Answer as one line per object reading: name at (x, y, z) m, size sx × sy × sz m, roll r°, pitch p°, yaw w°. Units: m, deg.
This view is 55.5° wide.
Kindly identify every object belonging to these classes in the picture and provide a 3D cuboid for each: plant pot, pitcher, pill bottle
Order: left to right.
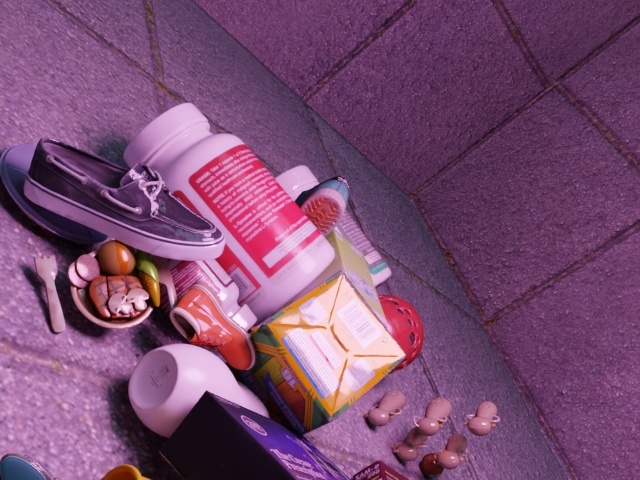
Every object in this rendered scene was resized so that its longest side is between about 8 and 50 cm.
pitcher at (-0.186, 0.210, 0.878) m, size 0.178 × 0.125 × 0.207 m, roll 39°, pitch -3°, yaw 38°
pill bottle at (-0.215, 0.080, 1.018) m, size 0.221 × 0.121 × 0.121 m, roll 51°, pitch 18°, yaw -3°
pill bottle at (-0.180, -0.053, 1.175) m, size 0.407 × 0.229 × 0.229 m, roll 50°, pitch 18°, yaw -1°
pill bottle at (0.000, 0.000, 1.551) m, size 0.361 × 0.204 × 0.204 m, roll 55°, pitch 18°, yaw 9°
plant pot at (0.134, 0.231, 1.458) m, size 0.191 × 0.191 × 0.174 m, roll 57°, pitch 21°, yaw 15°

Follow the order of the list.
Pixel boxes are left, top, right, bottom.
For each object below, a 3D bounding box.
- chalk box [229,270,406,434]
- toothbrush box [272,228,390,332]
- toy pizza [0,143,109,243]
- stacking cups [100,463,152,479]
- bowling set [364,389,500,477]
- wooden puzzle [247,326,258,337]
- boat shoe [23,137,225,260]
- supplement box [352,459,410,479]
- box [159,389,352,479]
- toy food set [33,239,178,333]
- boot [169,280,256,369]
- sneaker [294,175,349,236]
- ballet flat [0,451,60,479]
chalk box at (-0.026, 0.214, 1.044) m, size 0.179 × 0.289 × 0.180 m, roll -31°, pitch 79°, yaw -33°
toothbrush box at (0.010, 0.142, 1.300) m, size 0.122 × 0.206 × 0.283 m, roll 39°, pitch 23°, yaw -34°
toy pizza at (-0.417, -0.070, 0.967) m, size 0.201 × 0.032 × 0.201 m, roll 43°, pitch 19°, yaw -19°
stacking cups at (-0.135, 0.367, 0.744) m, size 0.316 × 0.096 × 0.096 m, roll 43°, pitch 19°, yaw -39°
bowling set at (0.255, 0.456, 1.356) m, size 0.154 × 0.287 × 0.199 m, roll -15°, pitch 101°, yaw -64°
wooden puzzle at (-0.132, 0.196, 1.169) m, size 0.078 × 0.014 × 0.116 m, roll 42°, pitch 21°, yaw -26°
boat shoe at (-0.276, -0.064, 0.899) m, size 0.301 × 0.102 × 0.108 m, roll 23°, pitch 23°, yaw -8°
supplement box at (0.139, 0.531, 1.082) m, size 0.130 × 0.073 × 0.239 m, roll 42°, pitch 21°, yaw -30°
box at (-0.056, 0.316, 0.799) m, size 0.184 × 0.103 × 0.261 m, roll 29°, pitch -11°, yaw 35°
toy food set at (-0.291, 0.060, 0.864) m, size 0.192 × 0.038 × 0.132 m, roll -6°, pitch 69°, yaw -41°
boot at (-0.163, 0.146, 0.918) m, size 0.158 × 0.059 × 0.084 m, roll 52°, pitch 31°, yaw -8°
sneaker at (-0.042, -0.031, 1.334) m, size 0.108 × 0.302 × 0.121 m, roll 46°, pitch 36°, yaw -11°
ballet flat at (-0.290, 0.263, 0.639) m, size 0.114 × 0.041 × 0.041 m, roll 49°, pitch 18°, yaw -9°
